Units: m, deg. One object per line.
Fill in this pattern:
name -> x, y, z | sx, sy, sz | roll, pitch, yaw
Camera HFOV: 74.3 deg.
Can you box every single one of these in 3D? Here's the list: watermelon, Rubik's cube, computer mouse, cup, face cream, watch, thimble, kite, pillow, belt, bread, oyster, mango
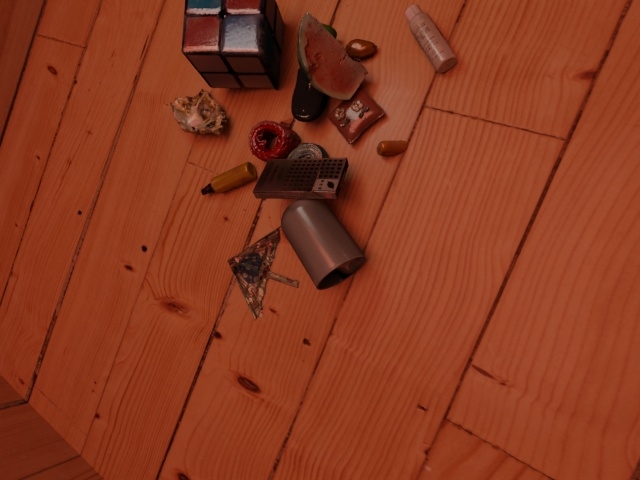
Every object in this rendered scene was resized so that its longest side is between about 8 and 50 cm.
watermelon -> 0.014, -0.656, 1.523 | 0.180, 0.305, 0.223 | -34, 34, 34
Rubik's cube -> -0.334, -0.807, 1.670 | 0.314, 0.316, 0.317 | 3, 85, 7
computer mouse -> -0.037, -0.569, 1.666 | 0.138, 0.086, 0.269 | 5, 72, 14
cup -> 0.000, 0.000, 1.534 | 0.205, 0.206, 0.312 | -40, 68, 17
face cream -> 0.381, -0.717, 1.485 | 0.082, 0.082, 0.268 | -31, 73, 20
watch -> -0.012, -0.789, 1.664 | 0.152, 0.165, 0.131 | 5, 86, 2
thimble -> -0.189, -0.391, 1.703 | 0.190, 0.125, 0.162 | 16, 94, 26
kite -> -0.245, 0.127, 1.741 | 0.369, 0.014, 0.405 | 15, 92, 26
pillow -> 0.128, -0.477, 1.586 | 0.179, 0.075, 0.171 | -40, 69, 16
belt -> -0.052, -0.306, 1.653 | 0.163, 0.082, 0.147 | 3, 97, 23
face cream -> -0.406, -0.254, 1.819 | 0.274, 0.078, 0.078 | -19, 77, 23
bread -> 0.258, -0.331, 1.530 | 0.062, 0.103, 0.049 | 122, 138, -58
oyster -> -0.542, -0.555, 1.913 | 0.201, 0.107, 0.354 | -39, 56, -4
mango -> 0.151, -0.731, 1.606 | 0.127, 0.063, 0.077 | 16, 85, 27

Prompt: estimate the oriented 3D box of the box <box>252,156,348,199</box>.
box -> -0.072, -0.228, 1.546 | 0.325, 0.047, 0.180 | 3, 52, 22
